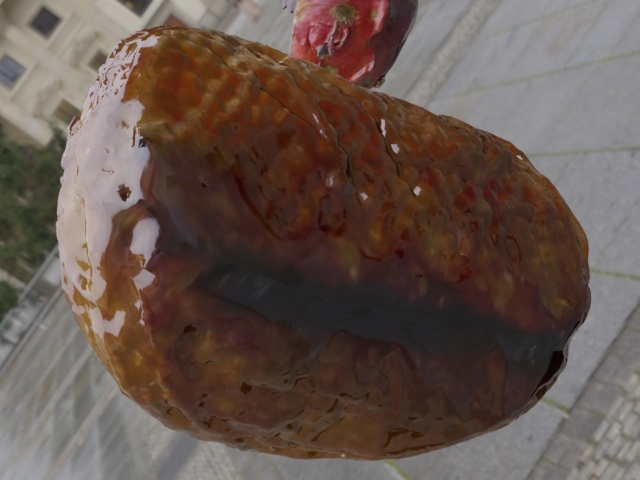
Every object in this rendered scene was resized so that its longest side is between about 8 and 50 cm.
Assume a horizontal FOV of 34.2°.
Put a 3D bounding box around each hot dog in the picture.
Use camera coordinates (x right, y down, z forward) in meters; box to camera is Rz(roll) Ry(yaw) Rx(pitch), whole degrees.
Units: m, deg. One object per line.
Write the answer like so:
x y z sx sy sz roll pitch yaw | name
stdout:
0.001 0.002 0.404 0.099 0.227 0.160 -18 57 50 | hot dog

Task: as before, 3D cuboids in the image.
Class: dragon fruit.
0.039 -0.280 1.265 0.161 0.126 0.274 16 -90 -72 | dragon fruit
